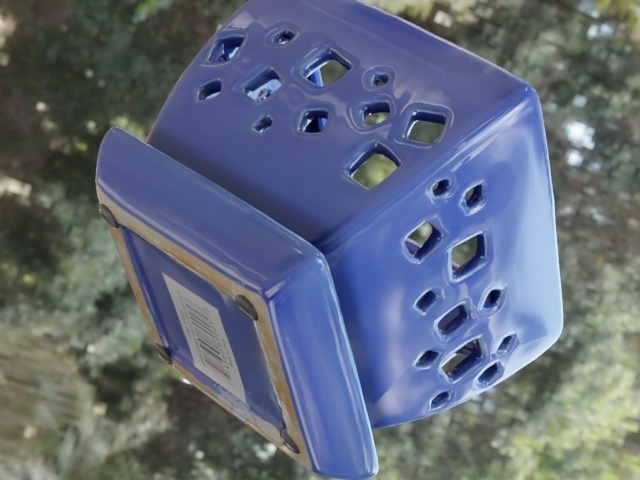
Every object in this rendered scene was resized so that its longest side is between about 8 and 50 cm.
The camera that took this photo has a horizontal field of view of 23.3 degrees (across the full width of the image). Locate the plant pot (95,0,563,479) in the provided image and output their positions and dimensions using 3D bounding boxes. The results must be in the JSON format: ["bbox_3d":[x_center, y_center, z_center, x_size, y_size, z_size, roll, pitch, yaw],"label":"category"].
[{"bbox_3d":[0.000,0.000,1.009,0.212,0.236,0.236,-39,-131,-24],"label":"plant pot"}]
